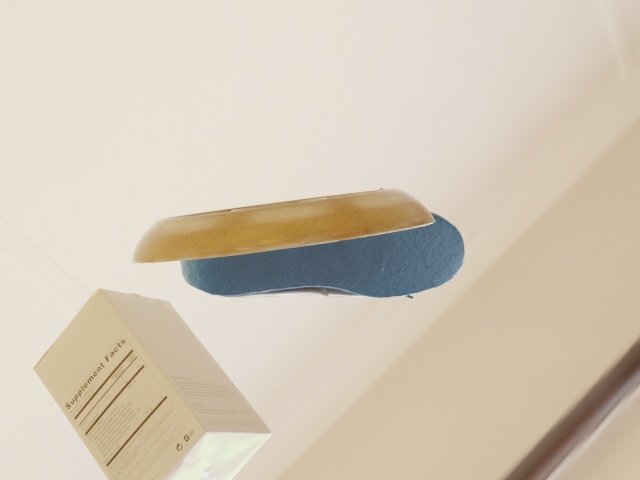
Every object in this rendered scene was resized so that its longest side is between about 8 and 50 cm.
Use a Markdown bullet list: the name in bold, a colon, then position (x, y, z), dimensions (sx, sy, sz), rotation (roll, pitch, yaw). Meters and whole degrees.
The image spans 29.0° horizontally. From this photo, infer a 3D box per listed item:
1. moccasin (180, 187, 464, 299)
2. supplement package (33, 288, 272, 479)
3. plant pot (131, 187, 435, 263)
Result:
- **moccasin**: position (0.000, 0.000, 1.499), dimensions (0.342, 0.117, 0.137), rotation (2, -84, -13)
- **supplement package**: position (-0.250, 0.238, 1.832), dimensions (0.175, 0.293, 0.177), rotation (-49, -29, 14)
- **plant pot**: position (-0.030, -0.014, 0.960), dimensions (0.236, 0.236, 0.032), rotation (-9, -87, -40)
